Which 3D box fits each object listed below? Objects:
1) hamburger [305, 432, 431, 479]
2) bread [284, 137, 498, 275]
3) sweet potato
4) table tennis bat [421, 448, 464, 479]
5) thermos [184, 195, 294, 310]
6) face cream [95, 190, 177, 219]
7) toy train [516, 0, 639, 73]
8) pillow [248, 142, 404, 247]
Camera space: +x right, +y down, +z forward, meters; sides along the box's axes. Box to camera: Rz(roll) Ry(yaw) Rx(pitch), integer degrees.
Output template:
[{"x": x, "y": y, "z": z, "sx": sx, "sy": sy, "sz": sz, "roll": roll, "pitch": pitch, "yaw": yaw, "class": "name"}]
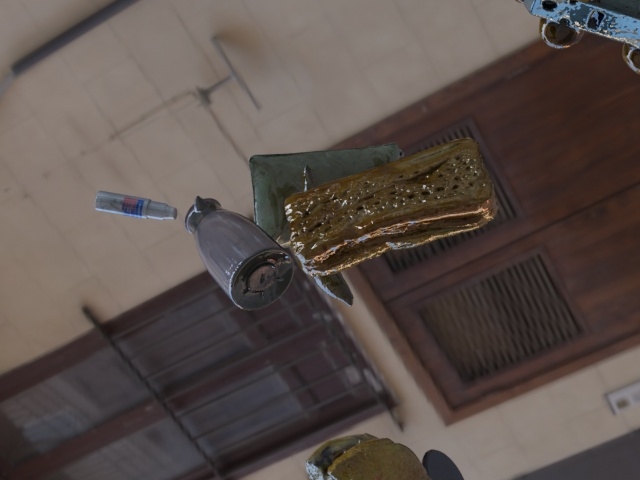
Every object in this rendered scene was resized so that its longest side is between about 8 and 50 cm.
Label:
[{"x": 0.102, "y": 0.405, "z": 1.629, "sx": 0.156, "sy": 0.144, "sz": 0.283, "roll": -47, "pitch": -65, "yaw": -32, "class": "hamburger"}, {"x": 0.088, "y": -0.045, "z": 1.359, "sx": 0.077, "sy": 0.271, "sz": 0.139, "roll": 61, "pitch": -168, "yaw": -49, "class": "bread"}, {"x": -0.001, "y": -0.001, "z": 1.729, "sx": 0.069, "sy": 0.060, "sz": 0.249, "roll": 118, "pitch": 141, "yaw": -66, "class": "sweet potato"}, {"x": 0.274, "y": 0.528, "z": 2.103, "sx": 0.150, "sy": 0.027, "sz": 0.236, "roll": -2, "pitch": -118, "yaw": -60, "class": "table tennis bat"}, {"x": -0.130, "y": 0.020, "z": 1.553, "sx": 0.193, "sy": 0.105, "sz": 0.137, "roll": 42, "pitch": 159, "yaw": 42, "class": "thermos"}, {"x": -0.295, "y": -0.054, "z": 1.684, "sx": 0.034, "sy": 0.130, "sz": 0.034, "roll": 10, "pitch": -90, "yaw": -86, "class": "face cream"}, {"x": 0.498, "y": -0.407, "z": 1.655, "sx": 0.163, "sy": 0.369, "sz": 0.231, "roll": 96, "pitch": -167, "yaw": -66, "class": "toy train"}, {"x": 0.018, "y": -0.079, "z": 1.934, "sx": 0.075, "sy": 0.303, "sz": 0.184, "roll": -154, "pitch": 59, "yaw": -70, "class": "pillow"}]
